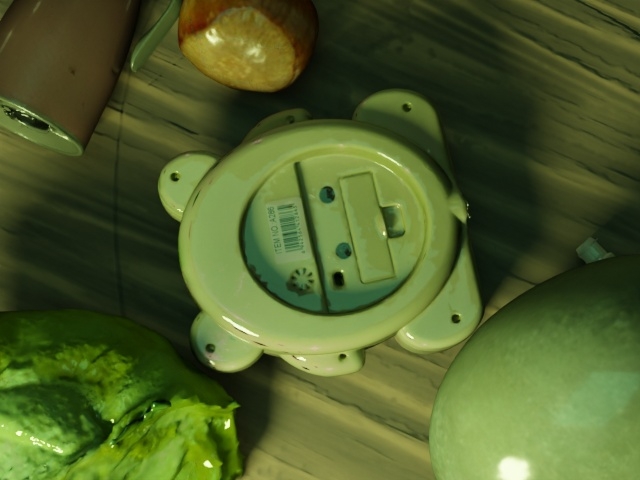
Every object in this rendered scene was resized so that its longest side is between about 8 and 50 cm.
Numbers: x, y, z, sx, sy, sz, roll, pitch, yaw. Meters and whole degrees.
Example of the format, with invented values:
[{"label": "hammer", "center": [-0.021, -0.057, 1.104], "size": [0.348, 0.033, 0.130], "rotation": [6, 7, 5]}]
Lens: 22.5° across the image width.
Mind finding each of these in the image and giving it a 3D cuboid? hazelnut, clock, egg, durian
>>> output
[{"label": "hazelnut", "center": [-0.073, -0.235, 1.717], "size": [0.150, 0.150, 0.150], "rotation": [-1, 82, 5]}, {"label": "clock", "center": [0.000, 0.000, 1.677], "size": [0.309, 0.114, 0.284], "rotation": [-12, 83, -5]}, {"label": "egg", "center": [0.270, 0.155, 1.573], "size": [0.352, 0.258, 0.258], "rotation": [-31, 80, -3]}, {"label": "durian", "center": [-0.258, 0.175, 1.634], "size": [0.339, 0.256, 0.204], "rotation": [36, 126, 15]}]

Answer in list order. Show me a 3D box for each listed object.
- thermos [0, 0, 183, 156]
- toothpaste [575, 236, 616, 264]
[{"label": "thermos", "center": [-0.251, -0.234, 1.737], "size": [0.176, 0.146, 0.265], "rotation": [24, 78, 17]}, {"label": "toothpaste", "center": [0.341, 0.072, 1.693], "size": [0.048, 0.031, 0.190], "rotation": [-42, 83, -3]}]
